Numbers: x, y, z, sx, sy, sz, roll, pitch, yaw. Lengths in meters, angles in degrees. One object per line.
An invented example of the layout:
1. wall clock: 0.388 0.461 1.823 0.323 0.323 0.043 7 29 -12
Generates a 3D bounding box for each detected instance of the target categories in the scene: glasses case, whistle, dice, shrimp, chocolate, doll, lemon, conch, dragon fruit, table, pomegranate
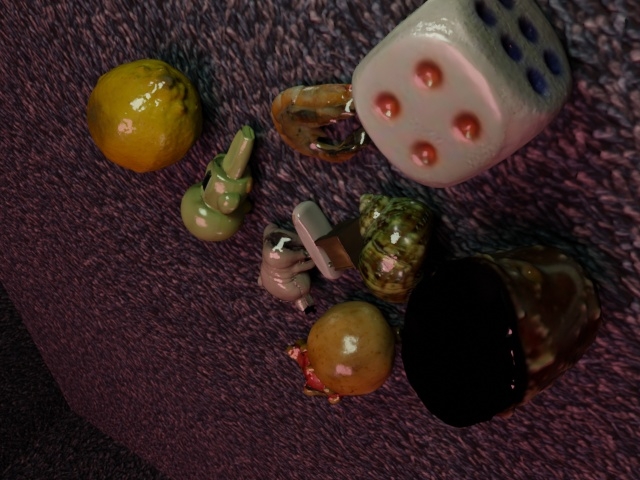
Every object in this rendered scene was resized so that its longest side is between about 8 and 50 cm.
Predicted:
1. glasses case: 0.000 0.000 1.151 0.041 0.063 0.164 -12 116 44
2. whistle: -0.178 -0.100 1.197 0.141 0.141 0.294 46 124 -2
3. dice: 0.167 -0.191 0.730 0.193 0.194 0.192 51 143 -5
4. shrimp: 0.016 -0.184 0.978 0.254 0.059 0.145 6 131 38
5. chocolate: 0.277 0.132 0.907 0.225 0.210 0.340 63 154 26
6. doll: -0.070 0.056 1.241 0.149 0.095 0.192 20 133 25
7. lemon: -0.327 -0.231 1.125 0.204 0.204 0.260 50 142 -7
8. conch: 0.121 0.013 0.996 0.187 0.124 0.181 121 145 -81
9. dragon fruit: 0.008 0.276 1.344 0.208 0.150 0.133 21 168 34
10. table: 0.050 0.007 1.101 0.082 0.083 0.070 -14 111 54
11. pomegranate: 0.074 0.210 1.193 0.196 0.196 0.196 24 137 24
